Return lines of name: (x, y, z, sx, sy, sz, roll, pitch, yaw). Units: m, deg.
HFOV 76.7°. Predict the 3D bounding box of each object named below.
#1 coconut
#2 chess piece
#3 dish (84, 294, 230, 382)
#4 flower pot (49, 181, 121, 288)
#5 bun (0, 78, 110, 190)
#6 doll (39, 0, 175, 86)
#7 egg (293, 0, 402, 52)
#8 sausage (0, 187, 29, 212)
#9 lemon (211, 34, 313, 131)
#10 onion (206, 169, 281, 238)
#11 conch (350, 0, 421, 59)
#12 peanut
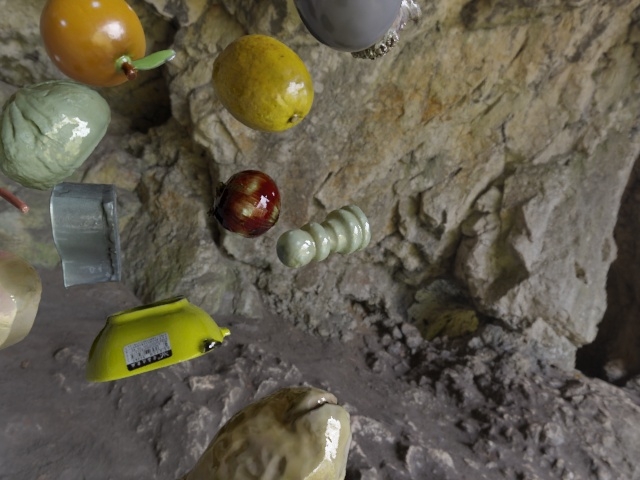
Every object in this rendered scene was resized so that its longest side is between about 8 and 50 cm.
coconut: (-0.778, 0.144, 0.920, 0.259, 0.259, 0.259, 20, 0, 0)
chess piece: (0.000, 0.000, 1.029, 0.243, 0.133, 0.133, -21, 26, -34)
dish: (-0.322, 0.176, 0.790, 0.262, 0.108, 0.221, -12, 1, -4)
flower pot: (-0.467, -0.005, 0.818, 0.108, 0.229, 0.103, -2, 42, -22)
bun: (-0.428, -0.174, 0.630, 0.195, 0.195, 0.118, 20, -16, 50)
doll: (-0.474, -0.430, 0.891, 0.236, 0.213, 0.213, 39, 4, 10)
egg: (0.033, -0.332, 0.500, 0.146, 0.146, 0.198, 20, -23, 15)
sausage: (-1.103, -0.147, 1.448, 0.147, 0.030, 0.035, 32, -22, 9)
lemon: (-0.112, -0.304, 0.788, 0.207, 0.170, 0.170, 41, 2, 5)
onion: (-0.115, -0.061, 0.640, 0.119, 0.118, 0.117, 20, 12, -32)
conch: (0.124, -0.507, 0.927, 0.245, 0.163, 0.178, -24, 52, -24)
peanut: (-0.085, 0.258, 0.392, 0.130, 0.290, 0.130, 45, 3, -3)
